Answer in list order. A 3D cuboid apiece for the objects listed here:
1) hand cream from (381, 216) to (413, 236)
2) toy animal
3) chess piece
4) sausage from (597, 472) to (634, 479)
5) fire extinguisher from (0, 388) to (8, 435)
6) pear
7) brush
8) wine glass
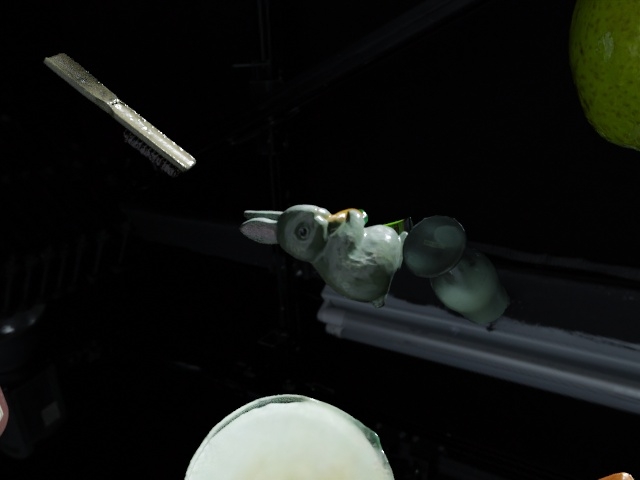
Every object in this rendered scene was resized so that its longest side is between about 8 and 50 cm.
[{"bbox_3d":[0.127,-0.018,1.013,0.122,0.023,0.036,-9,-96,53],"label":"hand cream"},{"bbox_3d":[0.000,0.001,0.824,0.251,0.127,0.125,20,-61,-5],"label":"toy animal"},{"bbox_3d":[-0.037,0.310,0.540,0.182,0.182,0.330,33,-38,21],"label":"chess piece"},{"bbox_3d":[0.523,0.496,1.005,0.089,0.089,0.179,32,-47,22],"label":"sausage"},{"bbox_3d":[-0.292,0.112,0.432,0.106,0.075,0.252,-111,-159,-50],"label":"fire extinguisher"},{"bbox_3d":[0.524,-0.286,0.740,0.390,0.391,0.391,13,-67,31],"label":"pear"},{"bbox_3d":[-0.292,-0.178,0.790,0.248,0.043,0.036,39,-65,-7],"label":"brush"},{"bbox_3d":[0.197,0.050,0.765,0.092,0.202,0.093,-17,-124,28],"label":"wine glass"}]
